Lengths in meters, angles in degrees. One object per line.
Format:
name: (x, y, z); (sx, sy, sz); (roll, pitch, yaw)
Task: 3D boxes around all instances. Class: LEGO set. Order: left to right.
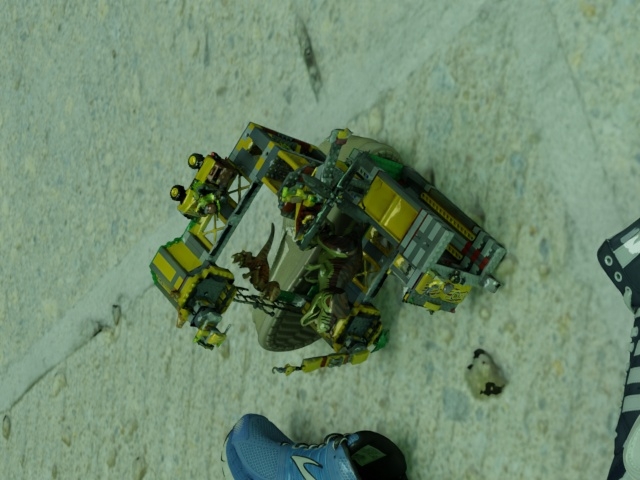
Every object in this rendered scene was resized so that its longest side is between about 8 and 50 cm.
LEGO set: (0.020, 0.033, 1.438); (0.255, 0.331, 0.192); (-53, 48, 9)

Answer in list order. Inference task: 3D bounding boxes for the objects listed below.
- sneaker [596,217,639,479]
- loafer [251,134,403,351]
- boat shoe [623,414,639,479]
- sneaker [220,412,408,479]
sneaker: (0.282, 0.096, 1.242); (0.153, 0.099, 0.282); (40, 112, 40)
loafer: (0.000, 0.000, 1.616); (0.092, 0.102, 0.268); (46, 114, 44)
boat shoe: (0.283, 0.121, 1.121); (0.184, 0.063, 0.066); (-48, 52, 34)
sneaker: (0.022, 0.258, 1.572); (0.330, 0.130, 0.147); (30, 97, 45)
